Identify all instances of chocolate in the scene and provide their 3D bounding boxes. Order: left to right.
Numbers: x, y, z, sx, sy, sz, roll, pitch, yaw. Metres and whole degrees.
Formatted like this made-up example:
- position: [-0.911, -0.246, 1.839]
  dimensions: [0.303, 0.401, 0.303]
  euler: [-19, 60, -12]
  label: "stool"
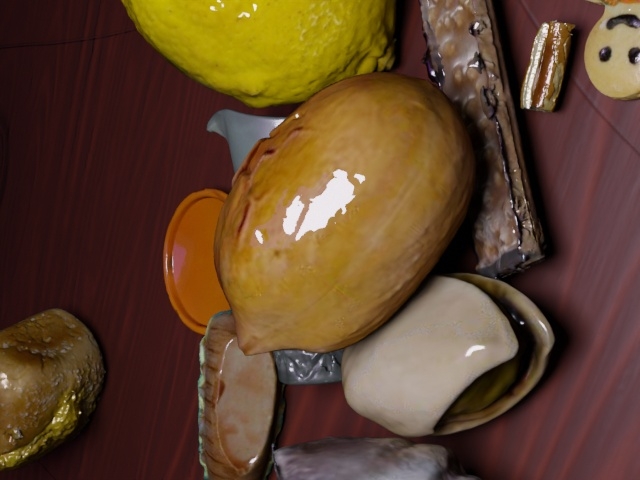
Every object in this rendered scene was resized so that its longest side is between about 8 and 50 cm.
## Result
- position: [0.082, 0.309, 0.862]
  dimensions: [0.303, 0.213, 0.303]
  euler: [168, 90, -85]
  label: "chocolate"
- position: [0.156, -0.121, 0.901]
  dimensions: [0.102, 0.065, 0.329]
  euler: [141, 121, -68]
  label: "chocolate"

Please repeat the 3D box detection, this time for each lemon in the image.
- position: [-0.062, -0.272, 0.986]
  dimensions: [0.268, 0.322, 0.268]
  euler: [-42, 19, 18]
  label: "lemon"

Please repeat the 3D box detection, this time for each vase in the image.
- position: [0.000, 0.000, 1.024]
  dimensions: [0.251, 0.156, 0.300]
  euler: [-5, 91, 24]
  label: "vase"

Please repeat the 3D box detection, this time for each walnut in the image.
- position: [0.012, -0.021, 0.858]
  dimensions: [0.298, 0.203, 0.203]
  euler: [-51, 49, -1]
  label: "walnut"

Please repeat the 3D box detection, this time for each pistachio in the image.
- position: [0.112, 0.108, 0.887]
  dimensions: [0.238, 0.138, 0.153]
  euler: [-16, 85, 50]
  label: "pistachio"

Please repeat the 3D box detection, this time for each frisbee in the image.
- position: [-0.140, 0.028, 1.237]
  dimensions: [0.192, 0.035, 0.192]
  euler: [0, 90, 47]
  label: "frisbee"

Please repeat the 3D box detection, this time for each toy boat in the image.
- position: [-0.097, 0.225, 1.149]
  dimensions: [0.099, 0.109, 0.292]
  euler: [-124, 38, -76]
  label: "toy boat"

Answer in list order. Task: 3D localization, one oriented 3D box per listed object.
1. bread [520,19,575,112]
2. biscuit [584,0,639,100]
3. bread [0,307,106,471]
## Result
- position: [0.206, -0.158, 0.864]
  dimensions: [0.036, 0.047, 0.083]
  euler: [14, 102, 5]
  label: "bread"
- position: [0.279, -0.235, 0.800]
  dimensions: [0.153, 0.030, 0.234]
  euler: [24, 106, 47]
  label: "biscuit"
- position: [-0.425, 0.226, 1.410]
  dimensions: [0.176, 0.246, 0.195]
  euler: [39, 115, 10]
  label: "bread"
